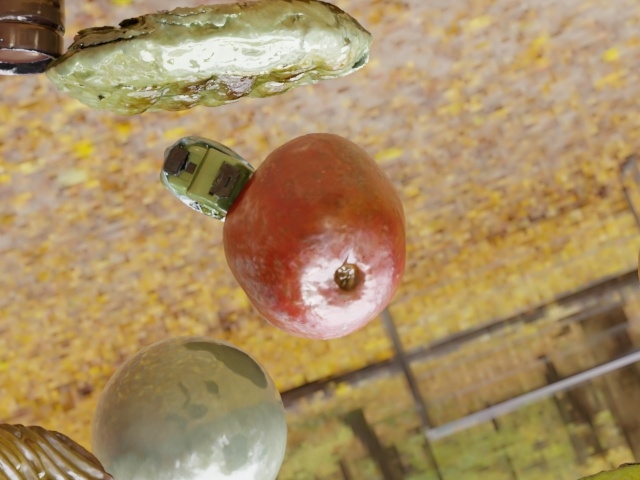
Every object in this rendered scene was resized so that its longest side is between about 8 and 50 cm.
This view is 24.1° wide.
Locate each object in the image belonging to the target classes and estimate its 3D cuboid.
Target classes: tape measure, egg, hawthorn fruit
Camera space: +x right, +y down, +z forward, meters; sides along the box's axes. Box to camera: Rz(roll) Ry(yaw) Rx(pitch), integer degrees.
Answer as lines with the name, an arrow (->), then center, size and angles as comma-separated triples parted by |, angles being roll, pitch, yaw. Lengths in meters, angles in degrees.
tape measure -> -0.151, -0.087, 2.227 | 0.106, 0.175, 0.200 | -64, 153, -2
egg -> -0.172, 0.252, 1.964 | 0.258, 0.258, 0.352 | -17, 177, -18
hawthorn fruit -> 0.000, 0.000, 2.110 | 0.284, 0.284, 0.284 | -20, 170, -4

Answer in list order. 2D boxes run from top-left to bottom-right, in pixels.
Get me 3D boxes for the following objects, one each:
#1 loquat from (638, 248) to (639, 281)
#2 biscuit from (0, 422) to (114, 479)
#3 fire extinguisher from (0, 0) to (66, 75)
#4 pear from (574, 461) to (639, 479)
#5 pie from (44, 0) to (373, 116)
loquat -> 0.428, 0.029, 1.705 | 0.137, 0.113, 0.137 | 0, -176, 0
biscuit -> -0.244, 0.313, 1.315 | 0.040, 0.318, 0.318 | -21, 171, 27
fire extinguisher -> -0.299, -0.333, 1.413 | 0.141, 0.341, 0.105 | 5, 169, -34
pear -> 0.309, 0.442, 1.614 | 0.399, 0.165, 0.399 | -9, 124, -14
pie -> -0.101, -0.160, 1.335 | 0.306, 0.071, 0.306 | -10, 180, 0
